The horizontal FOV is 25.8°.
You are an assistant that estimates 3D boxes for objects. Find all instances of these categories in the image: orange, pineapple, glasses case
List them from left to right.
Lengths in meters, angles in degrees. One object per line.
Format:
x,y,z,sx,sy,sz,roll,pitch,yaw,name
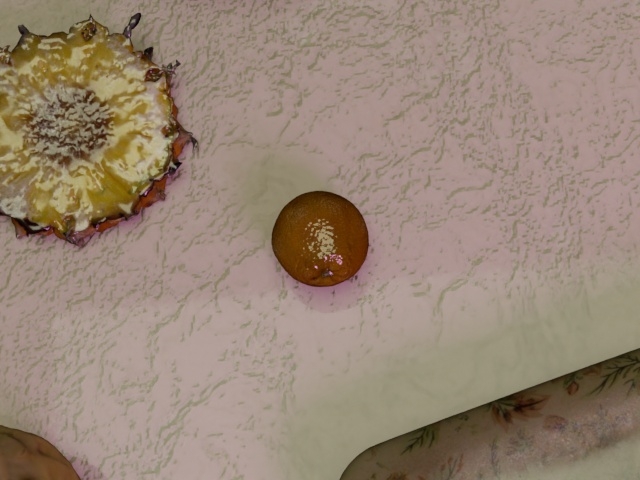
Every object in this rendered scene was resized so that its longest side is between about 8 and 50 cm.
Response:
-0.208,-0.096,1.189,0.221,0.047,0.221,-1,76,2,pineapple
0.000,0.000,1.122,0.085,0.085,0.085,-1,73,5,orange
0.215,0.171,1.038,0.425,0.098,0.156,-20,75,-1,glasses case

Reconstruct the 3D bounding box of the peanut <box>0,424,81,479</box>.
-0.192,0.268,1.024,0.159,0.143,0.291,-35,72,19,peanut
